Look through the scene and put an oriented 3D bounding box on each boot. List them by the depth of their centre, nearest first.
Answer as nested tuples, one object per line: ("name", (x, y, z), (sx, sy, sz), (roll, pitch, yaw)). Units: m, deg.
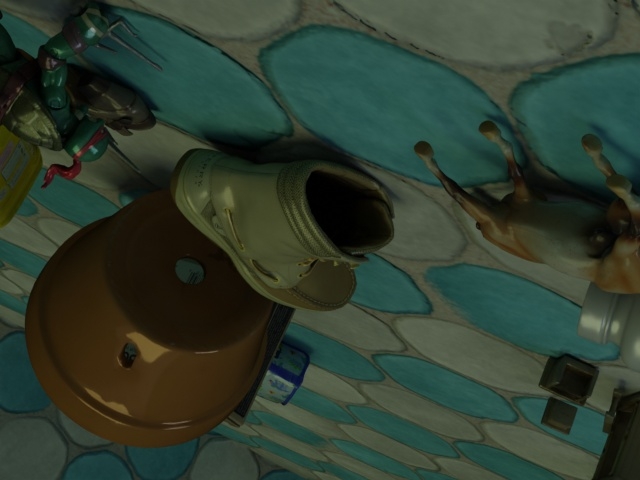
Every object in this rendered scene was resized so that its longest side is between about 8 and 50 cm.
("boot", (-0.222, -0.134, 1.115), (0.118, 0.042, 0.087), (9, 159, 42))
("boot", (0.000, 0.000, 1.118), (0.203, 0.095, 0.262), (5, 149, 45))

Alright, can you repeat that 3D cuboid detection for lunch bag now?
("lunch bag", (-0.091, 0.201, 1.813), (0.129, 0.096, 0.151), (26, 172, -1))

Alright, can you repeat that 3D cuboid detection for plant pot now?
("plant pot", (-0.180, 0.072, 1.307), (0.291, 0.291, 0.203), (28, 146, -9))

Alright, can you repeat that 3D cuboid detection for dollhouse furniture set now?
("dollhouse furniture set", (0.296, 0.248, 1.273), (0.161, 0.182, 0.101), (25, 163, 0))

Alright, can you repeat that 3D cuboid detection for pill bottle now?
("pill bottle", (0.299, 0.072, 0.907), (0.169, 0.094, 0.094), (18, 161, 20))

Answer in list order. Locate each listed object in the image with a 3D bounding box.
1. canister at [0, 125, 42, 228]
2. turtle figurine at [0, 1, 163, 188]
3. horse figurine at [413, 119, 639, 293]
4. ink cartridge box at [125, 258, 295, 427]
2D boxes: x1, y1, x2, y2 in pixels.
("canister", (-0.393, -0.100, 1.309), (0.073, 0.126, 0.170), (22, 160, 10))
("turtle figurine", (-0.243, -0.144, 0.982), (0.234, 0.118, 0.175), (42, 141, -6))
("horse figurine", (0.191, -0.017, 0.849), (0.263, 0.066, 0.174), (12, 153, 42))
("ink cartridge box", (-0.176, 0.125, 1.546), (0.235, 0.193, 0.088), (13, 159, 32))
